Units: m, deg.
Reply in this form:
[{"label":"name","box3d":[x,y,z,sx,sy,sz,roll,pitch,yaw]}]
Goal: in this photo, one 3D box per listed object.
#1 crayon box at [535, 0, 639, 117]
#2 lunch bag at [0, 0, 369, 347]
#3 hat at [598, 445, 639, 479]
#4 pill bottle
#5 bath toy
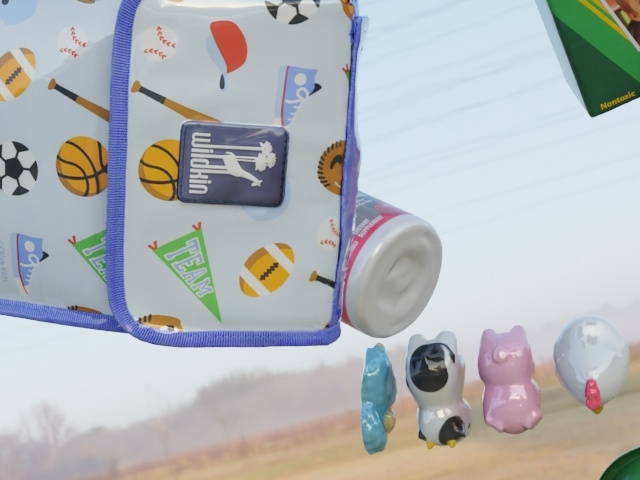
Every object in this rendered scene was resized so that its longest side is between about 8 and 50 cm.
[{"label":"crayon box","box3d":[0.358,-0.333,1.140,0.363,0.313,0.106,-24,30,8]},{"label":"lunch bag","box3d":[-0.151,-0.085,1.097,0.385,0.328,0.239,8,11,20]},{"label":"hat","box3d":[0.445,0.378,1.569,0.208,0.173,0.183,5,31,-1]},{"label":"pill bottle","box3d":[0.000,0.000,1.736,0.318,0.176,0.176,26,17,38]},{"label":"bath toy","box3d":[0.223,0.193,1.576,0.348,0.151,0.129,-11,35,17]}]
